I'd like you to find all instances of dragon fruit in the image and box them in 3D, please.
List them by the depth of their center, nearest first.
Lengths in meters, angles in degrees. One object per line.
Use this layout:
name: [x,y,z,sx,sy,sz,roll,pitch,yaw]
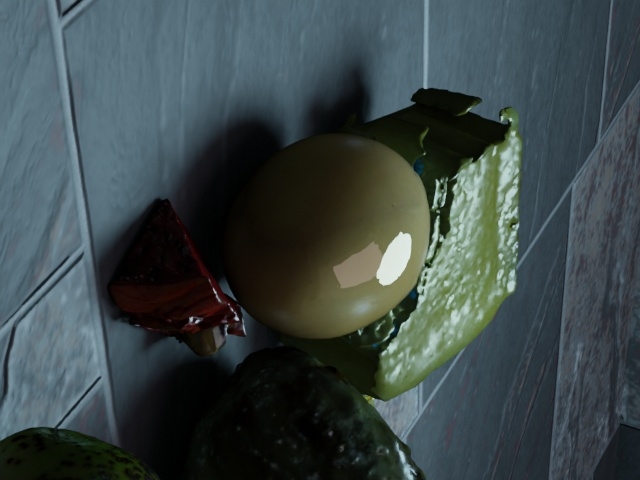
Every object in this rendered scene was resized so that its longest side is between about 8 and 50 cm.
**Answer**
dragon fruit: [-0.141,0.052,1.708,0.092,0.122,0.192,-31,157,2]

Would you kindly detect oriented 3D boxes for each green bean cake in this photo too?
green bean cake: [0.075,-0.007,2.003,0.285,0.202,0.309,-29,133,-45]

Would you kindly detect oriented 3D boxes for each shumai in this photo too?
shumai: [-0.057,0.352,1.830,0.348,0.395,0.395,-37,145,-19]

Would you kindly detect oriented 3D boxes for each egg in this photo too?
egg: [0.000,0.000,1.795,0.244,0.201,0.201,-37,139,-52]

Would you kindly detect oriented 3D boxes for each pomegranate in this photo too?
pomegranate: [-0.250,0.272,1.435,0.277,0.222,0.204,-12,131,-28]

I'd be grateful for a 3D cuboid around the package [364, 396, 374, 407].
package: [0.014,0.251,2.160,0.168,0.090,0.226,-59,157,-26]
